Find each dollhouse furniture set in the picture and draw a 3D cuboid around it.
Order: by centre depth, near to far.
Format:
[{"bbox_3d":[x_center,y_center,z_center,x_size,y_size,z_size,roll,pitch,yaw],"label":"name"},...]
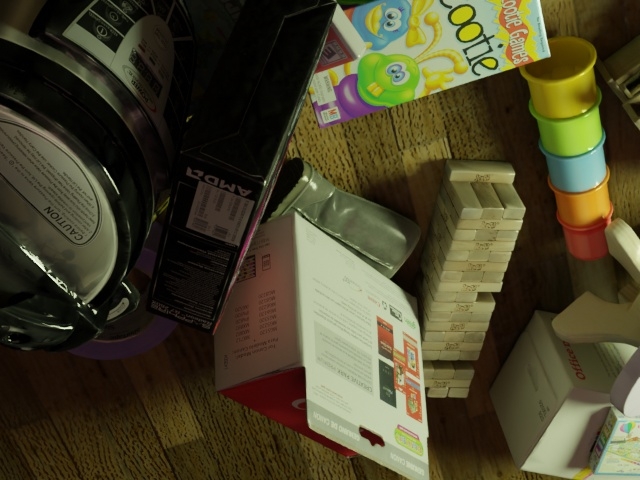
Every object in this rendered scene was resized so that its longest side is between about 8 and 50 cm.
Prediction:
[{"bbox_3d":[0.453,-0.203,1.733,0.182,0.161,0.101,-37,125,16],"label":"dollhouse furniture set"}]

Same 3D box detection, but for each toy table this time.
[{"bbox_3d":[0.449,0.086,1.903,0.274,0.161,0.252,-33,146,-16],"label":"toy table"}]

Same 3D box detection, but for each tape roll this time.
[{"bbox_3d":[-0.269,0.056,1.817,0.189,0.080,0.189,-6,126,-8],"label":"tape roll"}]

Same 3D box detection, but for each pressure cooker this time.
[{"bbox_3d":[-0.326,-0.103,1.429,0.369,0.420,0.375,14,134,-4],"label":"pressure cooker"}]

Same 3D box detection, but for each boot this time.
[{"bbox_3d":[0.000,0.002,1.851,0.208,0.076,0.189,31,117,-37],"label":"boot"}]

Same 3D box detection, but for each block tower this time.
[{"bbox_3d":[0.183,0.057,1.909,0.091,0.097,0.335,2,124,-15],"label":"block tower"}]

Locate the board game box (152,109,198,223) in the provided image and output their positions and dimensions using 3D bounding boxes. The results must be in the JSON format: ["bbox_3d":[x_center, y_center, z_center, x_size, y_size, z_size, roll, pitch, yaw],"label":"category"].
[{"bbox_3d":[-0.216,-0.032,1.672,0.030,0.136,0.260,40,80,3],"label":"board game box"}]

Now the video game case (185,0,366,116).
[{"bbox_3d":[-0.112,-0.245,1.545,0.285,0.025,0.204,-13,124,42],"label":"video game case"}]

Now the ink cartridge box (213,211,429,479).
[{"bbox_3d":[0.005,0.156,1.767,0.130,0.272,0.309,-19,148,26],"label":"ink cartridge box"}]

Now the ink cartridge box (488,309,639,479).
[{"bbox_3d":[0.390,0.229,2.032,0.232,0.171,0.168,13,122,-20],"label":"ink cartridge box"}]

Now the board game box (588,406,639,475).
[{"bbox_3d":[0.454,0.276,1.955,0.154,0.026,0.103,4,125,-16],"label":"board game box"}]

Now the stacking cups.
[{"bbox_3d":[0.331,-0.106,1.821,0.096,0.096,0.316,-20,128,3],"label":"stacking cups"}]

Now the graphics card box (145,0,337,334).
[{"bbox_3d":[-0.090,-0.078,1.503,0.094,0.233,0.371,21,151,0],"label":"graphics card box"}]

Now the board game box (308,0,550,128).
[{"bbox_3d":[0.101,-0.258,1.627,0.275,0.142,0.144,-18,128,1],"label":"board game box"}]
